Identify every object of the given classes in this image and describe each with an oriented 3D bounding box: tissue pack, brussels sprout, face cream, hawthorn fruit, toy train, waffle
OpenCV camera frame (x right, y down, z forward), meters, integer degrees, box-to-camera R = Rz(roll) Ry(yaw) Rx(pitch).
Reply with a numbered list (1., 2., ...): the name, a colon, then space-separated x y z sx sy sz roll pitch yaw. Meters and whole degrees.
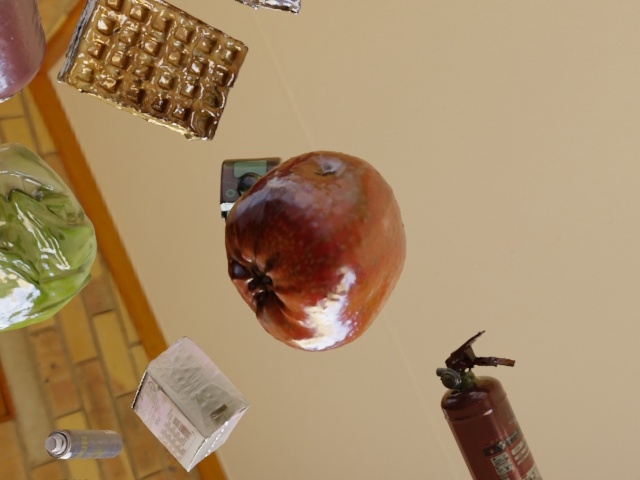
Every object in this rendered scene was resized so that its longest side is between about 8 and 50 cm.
1. tissue pack: -0.256 0.316 1.710 0.185 0.124 0.225 48 -32 11
2. brussels sprout: -0.533 -0.003 1.494 0.247 0.328 0.328 -2 -79 31
3. face cream: -0.599 0.513 2.237 0.073 0.283 0.073 -4 -104 17
4. hawthorn fruit: 0.000 0.000 1.304 0.275 0.299 0.275 25 -32 17
5. toy train: -0.114 -0.049 1.694 0.326 0.129 0.159 82 4 -61
6. waffle: -0.302 -0.325 1.630 0.091 0.308 0.212 26 -86 58

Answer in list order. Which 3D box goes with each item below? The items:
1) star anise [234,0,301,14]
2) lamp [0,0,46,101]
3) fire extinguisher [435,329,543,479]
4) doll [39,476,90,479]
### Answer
1. star anise: -0.157 -0.532 1.621 0.332 0.332 0.117 34 -94 40
2. lamp: -0.442 -0.284 1.100 0.180 0.180 0.258 48 -25 30
3. fire extinguisher: 0.279 0.299 1.381 0.147 0.106 0.337 -19 -82 37
4. doll: -0.308 0.288 1.028 0.093 0.061 0.051 18 -73 35
